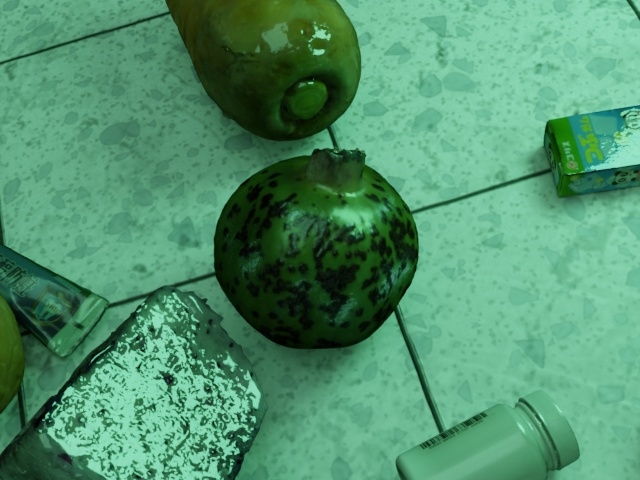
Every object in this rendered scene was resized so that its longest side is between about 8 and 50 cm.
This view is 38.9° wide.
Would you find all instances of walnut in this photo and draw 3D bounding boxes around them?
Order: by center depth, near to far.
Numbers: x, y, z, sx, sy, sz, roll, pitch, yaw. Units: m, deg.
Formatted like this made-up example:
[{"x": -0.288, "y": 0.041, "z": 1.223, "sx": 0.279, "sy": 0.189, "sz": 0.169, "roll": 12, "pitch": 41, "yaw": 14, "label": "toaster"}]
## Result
[{"x": -0.455, "y": 0.138, "z": 1.138, "sx": 0.159, "sy": 0.159, "sz": 0.206, "roll": -23, "pitch": 61, "yaw": -6, "label": "walnut"}]

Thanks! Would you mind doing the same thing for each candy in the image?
[{"x": 0.408, "y": -0.126, "z": 1.223, "sx": 0.195, "sy": 0.062, "sz": 0.097, "roll": -8, "pitch": 61, "yaw": 3, "label": "candy"}]

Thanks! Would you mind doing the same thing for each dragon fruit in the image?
[{"x": -0.208, "y": 0.222, "z": 1.040, "sx": 0.221, "sy": 0.204, "sz": 0.283, "roll": 38, "pitch": 45, "yaw": -4, "label": "dragon fruit"}]

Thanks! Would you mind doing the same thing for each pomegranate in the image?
[{"x": 0.000, "y": 0.000, "z": 1.099, "sx": 0.254, "sy": 0.270, "sz": 0.254, "roll": 13, "pitch": 28, "yaw": -7, "label": "pomegranate"}]

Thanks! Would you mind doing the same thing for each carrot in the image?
[{"x": -0.087, "y": -0.304, "z": 1.306, "sx": 0.224, "sy": 0.224, "sz": 0.340, "roll": -25, "pitch": 54, "yaw": -7, "label": "carrot"}]

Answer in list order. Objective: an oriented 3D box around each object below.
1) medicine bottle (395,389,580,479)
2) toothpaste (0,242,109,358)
[{"x": 0.186, "y": 0.248, "z": 1.016, "sx": 0.187, "sy": 0.103, "sz": 0.102, "roll": -26, "pitch": 60, "yaw": -7, "label": "medicine bottle"}, {"x": -0.467, "y": 0.033, "z": 1.251, "sx": 0.392, "sy": 0.061, "sz": 0.098, "roll": 28, "pitch": 65, "yaw": 19, "label": "toothpaste"}]
